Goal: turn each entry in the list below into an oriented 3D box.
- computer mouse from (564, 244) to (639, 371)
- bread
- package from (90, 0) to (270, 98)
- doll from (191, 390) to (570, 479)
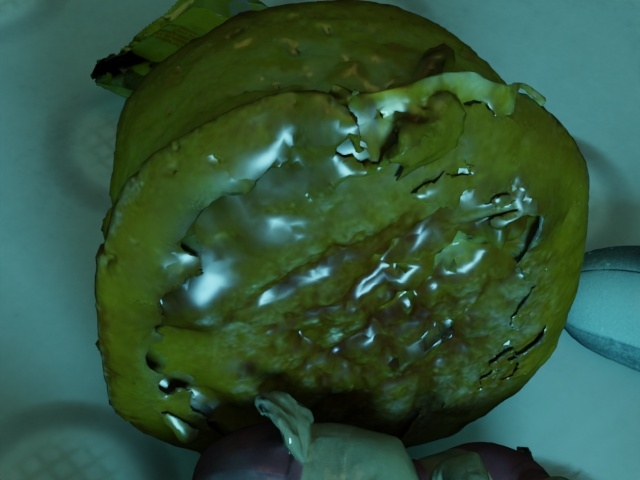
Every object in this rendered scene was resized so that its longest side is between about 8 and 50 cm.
[{"bbox_3d":[0.290,0.062,1.345,0.229,0.068,0.113,18,52,8],"label":"computer mouse"},{"bbox_3d":[0.001,-0.002,1.177,0.337,0.358,0.204,-10,47,-16],"label":"bread"},{"bbox_3d":[-0.058,-0.137,1.452,0.226,0.090,0.168,29,56,19],"label":"package"},{"bbox_3d":[0.035,0.204,1.127,0.256,0.152,0.196,7,82,-16],"label":"doll"}]
